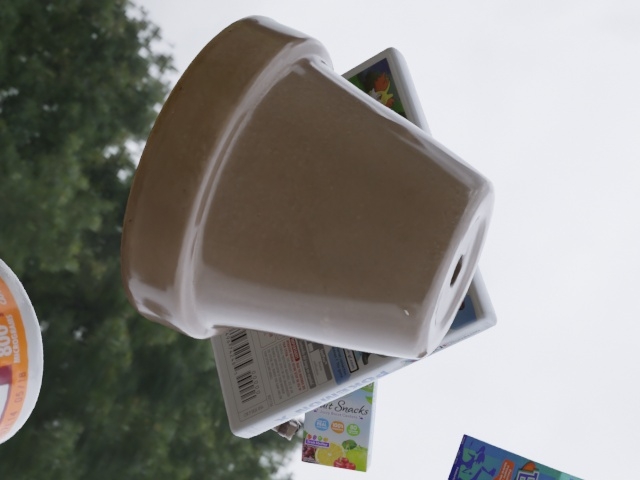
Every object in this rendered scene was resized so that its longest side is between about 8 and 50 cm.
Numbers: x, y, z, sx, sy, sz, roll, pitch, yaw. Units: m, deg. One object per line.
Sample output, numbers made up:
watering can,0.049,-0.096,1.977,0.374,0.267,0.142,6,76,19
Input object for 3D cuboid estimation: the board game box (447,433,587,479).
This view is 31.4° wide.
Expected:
board game box,0.216,0.332,1.363,0.210,0.047,0.160,6,-106,65

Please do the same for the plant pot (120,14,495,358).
plant pot,0.008,-0.019,0.902,0.229,0.263,0.263,21,-104,15

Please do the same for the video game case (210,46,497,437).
video game case,0.000,0.000,1.191,0.300,0.036,0.329,-27,-120,21

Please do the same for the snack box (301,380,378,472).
snack box,0.028,0.257,1.647,0.037,0.100,0.141,-31,127,-74

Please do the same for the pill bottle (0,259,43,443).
pill bottle,-0.478,0.128,1.068,0.224,0.392,0.224,4,-83,33

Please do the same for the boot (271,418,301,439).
boot,-0.074,0.254,1.632,0.042,0.087,0.118,-58,167,15
